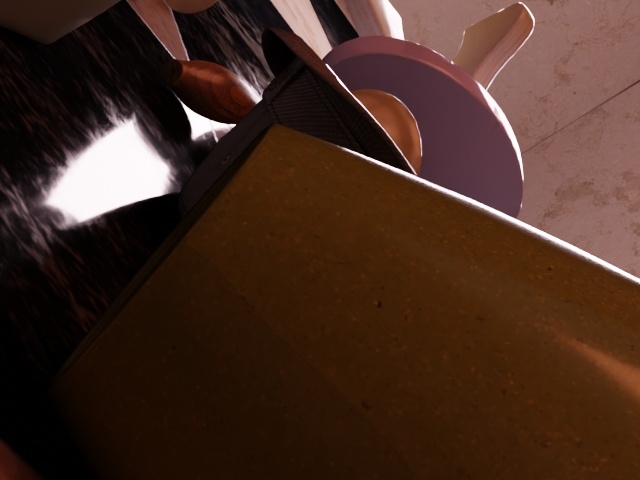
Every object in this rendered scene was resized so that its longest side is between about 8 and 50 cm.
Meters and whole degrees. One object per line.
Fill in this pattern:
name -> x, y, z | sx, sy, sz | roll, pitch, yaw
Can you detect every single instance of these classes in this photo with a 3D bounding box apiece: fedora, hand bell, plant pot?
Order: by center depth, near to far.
plant pot -> 0.049, 0.100, 0.696 | 0.293, 0.275, 0.275 | 40, 11, -5
fedora -> 0.000, 0.000, 1.073 | 0.244, 0.124, 0.275 | 56, 1, -27
hand bell -> -0.039, -0.089, 1.341 | 0.242, 0.126, 0.126 | 22, 35, -53

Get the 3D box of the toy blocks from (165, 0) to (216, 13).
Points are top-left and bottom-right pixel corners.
toy blocks -> -0.140, -0.272, 1.462 | 0.123, 0.054, 0.148 | 48, 14, -51

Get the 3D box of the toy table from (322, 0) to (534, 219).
toy table -> 0.100, -0.135, 1.780 | 0.161, 0.252, 0.274 | -87, 155, -47

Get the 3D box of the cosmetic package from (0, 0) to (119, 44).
cosmetic package -> -0.179, -0.206, 0.846 | 0.160, 0.113, 0.309 | 60, 8, 9
